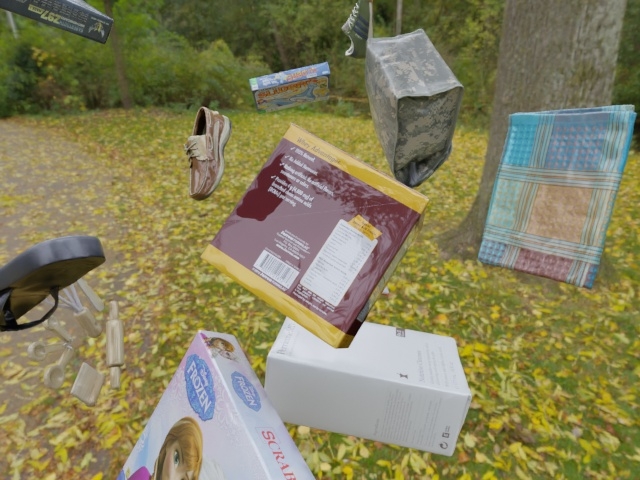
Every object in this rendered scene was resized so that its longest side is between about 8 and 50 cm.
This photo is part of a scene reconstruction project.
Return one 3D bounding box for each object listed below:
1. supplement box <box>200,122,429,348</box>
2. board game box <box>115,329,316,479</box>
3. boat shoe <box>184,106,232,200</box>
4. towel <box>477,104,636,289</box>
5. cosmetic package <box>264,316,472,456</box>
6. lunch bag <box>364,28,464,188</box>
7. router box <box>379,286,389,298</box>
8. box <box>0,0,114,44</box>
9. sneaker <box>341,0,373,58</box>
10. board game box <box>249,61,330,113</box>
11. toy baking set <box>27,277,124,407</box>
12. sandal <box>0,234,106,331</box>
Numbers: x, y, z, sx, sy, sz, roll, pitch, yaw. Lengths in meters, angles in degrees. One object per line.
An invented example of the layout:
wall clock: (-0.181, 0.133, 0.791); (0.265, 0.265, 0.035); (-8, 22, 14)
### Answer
supplement box: (0.000, 0.000, 0.568); (0.191, 0.194, 0.129); (32, -7, 14)
board game box: (-0.151, 0.335, 0.569); (0.066, 0.317, 0.319); (21, 13, -40)
boat shoe: (-0.375, -0.280, 1.437); (0.123, 0.323, 0.120); (-18, -34, 35)
towel: (0.496, -0.105, 0.990); (0.040, 0.369, 0.271); (10, 4, -36)
cosmetic package: (0.089, 0.284, 0.957); (0.385, 0.156, 0.217); (10, 19, 3)
lunch bag: (0.206, -0.296, 1.075); (0.169, 0.287, 0.235); (-12, 53, -5)
router box: (0.022, 0.075, 1.440); (0.301, 0.335, 0.082); (-31, -27, 27)
box: (-0.532, -0.450, 0.825); (0.183, 0.059, 0.233); (34, 18, 13)
sneaker: (0.098, -0.578, 1.217); (0.086, 0.192, 0.064); (-1, 44, 6)
board game box: (-0.077, -0.397, 1.194); (0.201, 0.035, 0.136); (-14, -9, -2)
toy baking set: (-0.397, 0.143, 0.766); (0.030, 0.196, 0.256); (-15, 63, 8)
sandal: (-0.335, 0.065, 0.511); (0.255, 0.054, 0.097); (-26, -10, 35)
